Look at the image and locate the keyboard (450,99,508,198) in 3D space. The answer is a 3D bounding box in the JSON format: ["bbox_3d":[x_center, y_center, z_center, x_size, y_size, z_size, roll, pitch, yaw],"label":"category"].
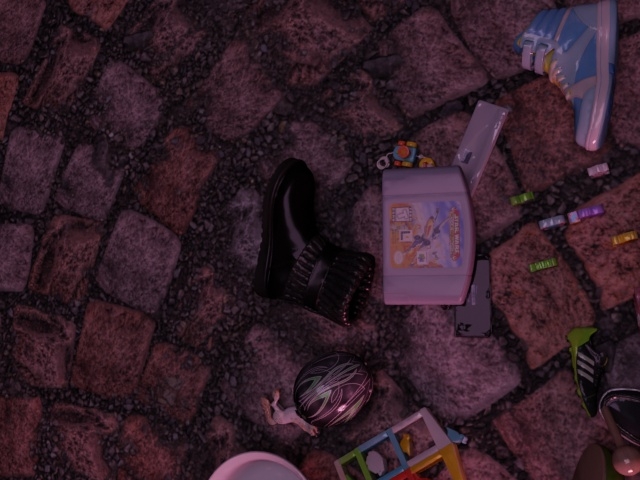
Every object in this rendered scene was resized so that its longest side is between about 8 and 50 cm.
[{"bbox_3d":[0.330,-0.179,1.765,0.072,0.014,0.256,24,93,29],"label":"keyboard"}]

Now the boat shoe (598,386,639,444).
[{"bbox_3d":[0.669,0.365,1.508,0.302,0.091,0.114,21,94,24],"label":"boat shoe"}]

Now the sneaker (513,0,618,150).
[{"bbox_3d":[0.495,-0.336,1.654,0.208,0.127,0.319,4,76,22],"label":"sneaker"}]

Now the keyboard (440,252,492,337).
[{"bbox_3d":[0.312,0.118,1.730,0.108,0.023,0.180,-2,82,17],"label":"keyboard"}]

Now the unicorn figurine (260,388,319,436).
[{"bbox_3d":[-0.058,0.391,1.839,0.162,0.060,0.111,-14,78,37],"label":"unicorn figurine"}]

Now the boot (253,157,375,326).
[{"bbox_3d":[0.002,0.001,1.812,0.260,0.131,0.348,13,99,31],"label":"boot"}]

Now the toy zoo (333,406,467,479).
[{"bbox_3d":[0.185,0.488,1.711,0.293,0.030,0.192,-34,59,16],"label":"toy zoo"}]

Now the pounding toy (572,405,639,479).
[{"bbox_3d":[0.556,0.461,1.506,0.110,0.183,0.237,15,110,3],"label":"pounding toy"}]

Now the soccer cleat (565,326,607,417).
[{"bbox_3d":[0.535,0.258,1.595,0.072,0.060,0.179,-12,74,19],"label":"soccer cleat"}]

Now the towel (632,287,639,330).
[{"bbox_3d":[0.722,0.232,1.480,0.237,0.037,0.329,-6,69,10],"label":"towel"}]

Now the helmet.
[{"bbox_3d":[0.026,0.320,1.746,0.169,0.169,0.161,54,147,19],"label":"helmet"}]

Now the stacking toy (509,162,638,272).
[{"bbox_3d":[0.512,-0.045,1.648,0.221,0.052,0.167,-19,76,20],"label":"stacking toy"}]

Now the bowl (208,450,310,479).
[{"bbox_3d":[-0.111,0.612,1.787,0.298,0.134,0.297,-3,82,23],"label":"bowl"}]

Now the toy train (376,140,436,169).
[{"bbox_3d":[0.197,-0.147,1.797,0.125,0.046,0.166,-41,70,13],"label":"toy train"}]

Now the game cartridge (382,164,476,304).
[{"bbox_3d":[0.231,-0.011,1.726,0.198,0.062,0.297,-2,86,25],"label":"game cartridge"}]
